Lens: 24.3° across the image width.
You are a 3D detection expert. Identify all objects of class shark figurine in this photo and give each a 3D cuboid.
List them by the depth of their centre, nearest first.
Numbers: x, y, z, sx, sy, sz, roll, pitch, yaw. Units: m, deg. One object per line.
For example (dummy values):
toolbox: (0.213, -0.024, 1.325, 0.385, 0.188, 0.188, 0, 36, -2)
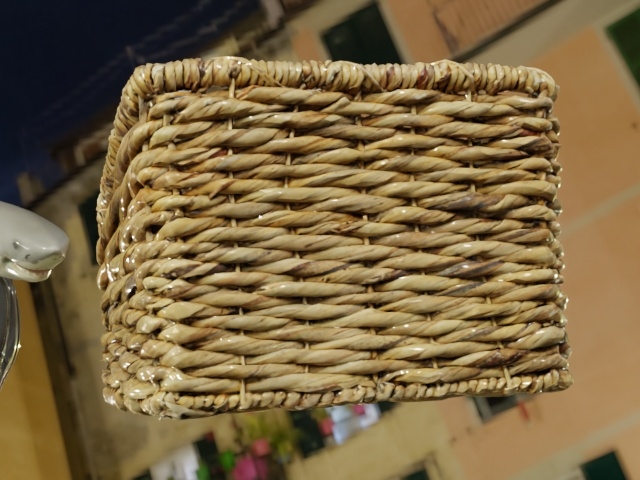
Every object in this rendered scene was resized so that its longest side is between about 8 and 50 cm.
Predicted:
shark figurine: (-0.316, -0.019, 1.132, 0.278, 0.116, 0.166, -2, 3, 4)

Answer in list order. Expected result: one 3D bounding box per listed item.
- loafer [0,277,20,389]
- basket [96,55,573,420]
loafer: (-0.308, 0.108, 1.340, 0.062, 0.170, 0.061, 7, -6, -3)
basket: (0.000, 0.000, 1.019, 0.299, 0.223, 0.213, -3, -2, -18)
